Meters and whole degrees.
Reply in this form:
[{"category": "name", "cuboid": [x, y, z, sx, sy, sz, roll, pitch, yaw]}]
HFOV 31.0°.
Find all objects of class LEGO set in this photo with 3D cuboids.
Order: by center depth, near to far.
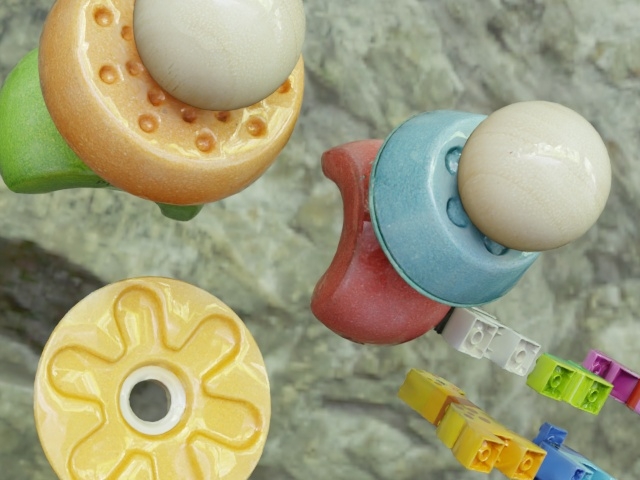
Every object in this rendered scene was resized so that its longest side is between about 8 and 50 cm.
[{"category": "LEGO set", "cuboid": [0.107, 0.088, 0.662, 0.227, 0.087, 0.093, 24, 6, -42]}]

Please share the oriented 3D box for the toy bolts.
[{"category": "toy bolts", "cuboid": [0.000, 0.000, 0.458, 0.228, 0.218, 0.158, 6, -16, -27]}]
